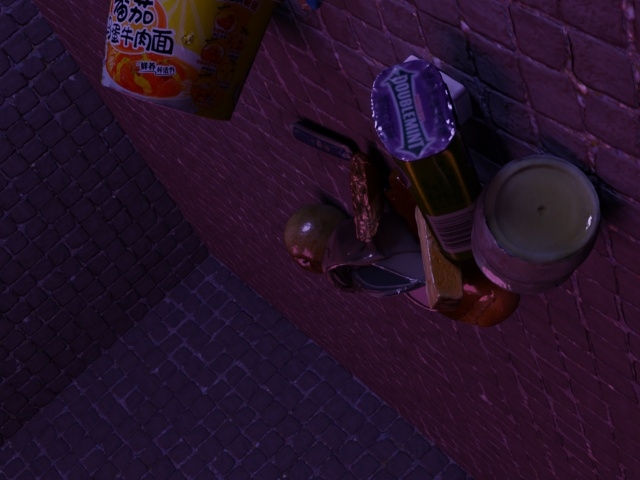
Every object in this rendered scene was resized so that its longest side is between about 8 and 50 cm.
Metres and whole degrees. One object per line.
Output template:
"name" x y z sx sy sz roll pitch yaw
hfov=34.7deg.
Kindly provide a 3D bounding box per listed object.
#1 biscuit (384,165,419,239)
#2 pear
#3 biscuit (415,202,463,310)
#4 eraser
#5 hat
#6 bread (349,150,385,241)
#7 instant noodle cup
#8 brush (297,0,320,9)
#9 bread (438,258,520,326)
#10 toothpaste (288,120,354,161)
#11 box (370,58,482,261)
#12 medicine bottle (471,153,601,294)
"biscuit" 0.183 -0.050 1.651 0.180 0.039 0.236 51 167 -10
"pear" 0.000 0.000 2.196 0.167 0.137 0.167 26 163 9
"biscuit" 0.171 0.015 1.496 0.056 0.052 0.188 108 161 -56
"eraser" 0.150 -0.195 1.333 0.105 0.026 0.065 39 164 33
"hat" 0.138 0.036 1.819 0.275 0.161 0.232 14 -178 34
"bread" 0.086 -0.084 1.774 0.136 0.054 0.154 -53 -39 -75
"instant noodle cup" -0.206 -0.301 1.528 0.264 0.200 0.264 17 -171 -3
"brush" -0.001 -0.342 1.405 0.051 0.014 0.164 50 167 -23
"bread" 0.241 0.065 1.589 0.140 0.106 0.236 23 164 3
"toothpaste" 0.003 -0.181 1.855 0.197 0.035 0.057 30 165 46
"box" 0.151 -0.089 1.322 0.345 0.097 0.134 50 -157 -64
"medicine bottle" 0.259 -0.017 1.243 0.147 0.147 0.143 43 171 15
